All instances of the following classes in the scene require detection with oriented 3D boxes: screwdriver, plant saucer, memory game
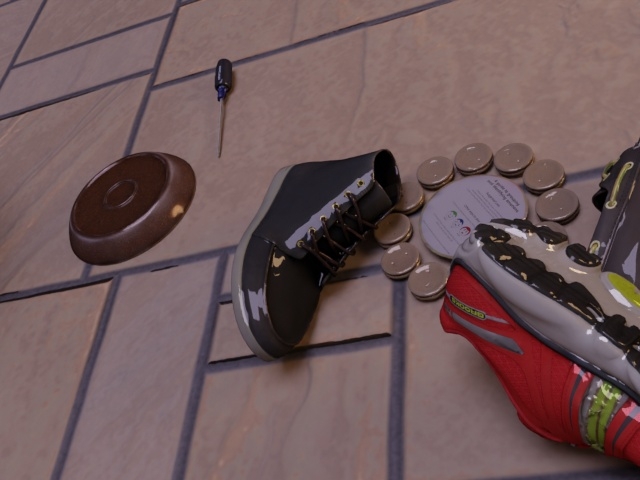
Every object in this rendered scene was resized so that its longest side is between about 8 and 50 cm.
[{"bbox_3d":[-0.125,-0.164,0.987,0.025,0.024,0.169,6,51,-3],"label":"screwdriver"},{"bbox_3d":[-0.225,-0.046,0.931,0.169,0.029,0.168,-15,45,16],"label":"plant saucer"},{"bbox_3d":[0.135,-0.020,0.717,0.186,0.012,0.186,-16,45,17],"label":"memory game"}]

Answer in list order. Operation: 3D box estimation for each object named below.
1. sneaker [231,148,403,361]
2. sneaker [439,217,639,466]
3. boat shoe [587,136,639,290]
[{"bbox_3d":[0.000,0.000,0.712,0.118,0.083,0.222,-15,44,30],"label":"sneaker"},{"bbox_3d":[0.192,0.101,0.522,0.107,0.118,0.279,-20,53,-39],"label":"sneaker"},{"bbox_3d":[0.241,-0.027,0.613,0.069,0.081,0.227,6,57,28],"label":"boat shoe"}]
